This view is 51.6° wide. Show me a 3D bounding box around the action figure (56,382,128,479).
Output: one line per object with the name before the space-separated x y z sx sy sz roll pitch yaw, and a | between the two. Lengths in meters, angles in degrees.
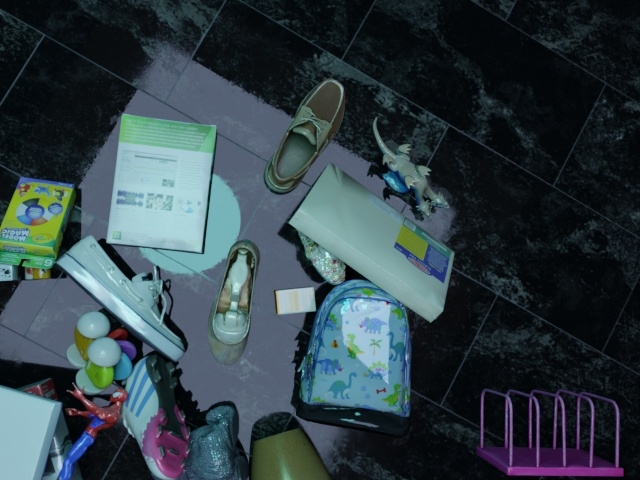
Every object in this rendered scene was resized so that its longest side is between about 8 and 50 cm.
action figure | -0.549 0.422 1.457 0.139 0.091 0.280 42 77 -6

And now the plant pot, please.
plant pot | -0.070 0.587 1.571 0.237 0.237 0.254 -14 73 -8

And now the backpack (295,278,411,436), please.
backpack | 0.097 0.270 1.597 0.290 0.273 0.355 9 72 7

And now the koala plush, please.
koala plush | -0.303 0.515 1.554 0.222 0.203 0.196 -12 88 4

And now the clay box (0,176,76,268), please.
clay box | -0.661 -0.042 1.538 0.128 0.053 0.222 7 52 -8

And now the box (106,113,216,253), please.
box | -0.388 -0.138 1.634 0.233 0.058 0.321 7 87 -7

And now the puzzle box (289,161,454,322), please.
puzzle box | 0.139 -0.003 1.608 0.409 0.272 0.052 36 123 -4

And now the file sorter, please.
file sorter | 0.567 0.471 1.658 0.291 0.202 0.182 3 85 -8

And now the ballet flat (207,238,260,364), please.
ballet flat | -0.214 0.150 1.615 0.108 0.106 0.315 7 86 -7

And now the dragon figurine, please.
dragon figurine | 0.214 -0.176 1.701 0.085 0.144 0.289 -41 74 -6

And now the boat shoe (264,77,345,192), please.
boat shoe | -0.027 -0.265 1.657 0.123 0.116 0.324 27 84 -6

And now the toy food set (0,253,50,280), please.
toy food set | -0.746 0.042 1.545 0.233 0.111 0.104 -3 88 -6

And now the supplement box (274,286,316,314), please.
supplement box | -0.063 0.152 1.671 0.099 0.036 0.062 -4 87 -8

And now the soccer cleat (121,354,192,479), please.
soccer cleat | -0.383 0.414 1.501 0.143 0.331 0.116 -38 131 14

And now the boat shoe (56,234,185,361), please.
boat shoe | -0.436 0.123 1.580 0.367 0.136 0.156 43 70 -5

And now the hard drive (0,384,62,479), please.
hard drive | -0.727 0.413 1.418 0.319 0.040 0.210 11 82 13

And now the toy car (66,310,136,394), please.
toy car | -0.503 0.261 1.552 0.136 0.159 0.182 -1 43 -41

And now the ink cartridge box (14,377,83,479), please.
ink cartridge box | -0.691 0.484 1.528 0.197 0.114 0.272 -18 90 -9

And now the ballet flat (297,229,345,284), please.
ballet flat | 0.000 0.000 1.606 0.091 0.077 0.241 1 43 -35
